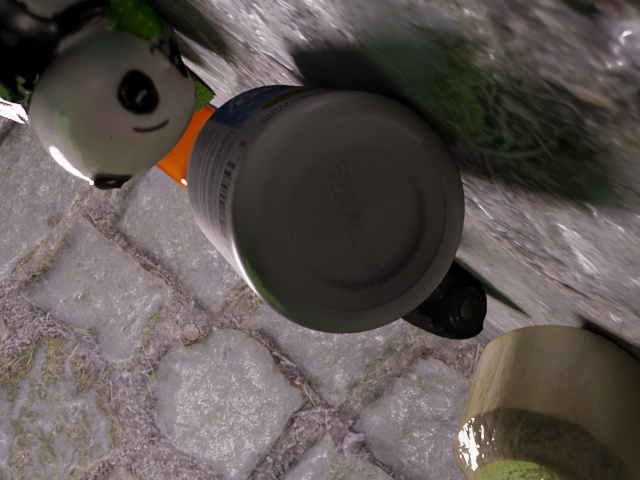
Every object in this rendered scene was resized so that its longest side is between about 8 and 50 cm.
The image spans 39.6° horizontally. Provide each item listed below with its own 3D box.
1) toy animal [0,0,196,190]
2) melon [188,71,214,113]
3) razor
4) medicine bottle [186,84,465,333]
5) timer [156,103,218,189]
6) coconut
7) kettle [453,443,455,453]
[{"bbox_3d":[-0.254,-0.191,0.933,0.266,0.212,0.212,33,179,-8],"label":"toy animal"},{"bbox_3d":[-0.246,-0.254,1.327,0.209,0.064,0.118,40,-178,-27],"label":"melon"},{"bbox_3d":[0.114,0.045,1.357,0.189,0.107,0.327,38,178,-25],"label":"razor"},{"bbox_3d":[-0.017,-0.040,0.681,0.157,0.157,0.288,37,179,-20],"label":"medicine bottle"},{"bbox_3d":[-0.197,-0.180,1.753,0.250,0.161,0.257,18,-168,-42],"label":"timer"},{"bbox_3d":[0.250,0.189,0.933,0.202,0.222,0.202,18,138,17],"label":"coconut"},{"bbox_3d":[0.371,0.335,1.608,0.165,0.255,0.240,33,178,29],"label":"kettle"}]
